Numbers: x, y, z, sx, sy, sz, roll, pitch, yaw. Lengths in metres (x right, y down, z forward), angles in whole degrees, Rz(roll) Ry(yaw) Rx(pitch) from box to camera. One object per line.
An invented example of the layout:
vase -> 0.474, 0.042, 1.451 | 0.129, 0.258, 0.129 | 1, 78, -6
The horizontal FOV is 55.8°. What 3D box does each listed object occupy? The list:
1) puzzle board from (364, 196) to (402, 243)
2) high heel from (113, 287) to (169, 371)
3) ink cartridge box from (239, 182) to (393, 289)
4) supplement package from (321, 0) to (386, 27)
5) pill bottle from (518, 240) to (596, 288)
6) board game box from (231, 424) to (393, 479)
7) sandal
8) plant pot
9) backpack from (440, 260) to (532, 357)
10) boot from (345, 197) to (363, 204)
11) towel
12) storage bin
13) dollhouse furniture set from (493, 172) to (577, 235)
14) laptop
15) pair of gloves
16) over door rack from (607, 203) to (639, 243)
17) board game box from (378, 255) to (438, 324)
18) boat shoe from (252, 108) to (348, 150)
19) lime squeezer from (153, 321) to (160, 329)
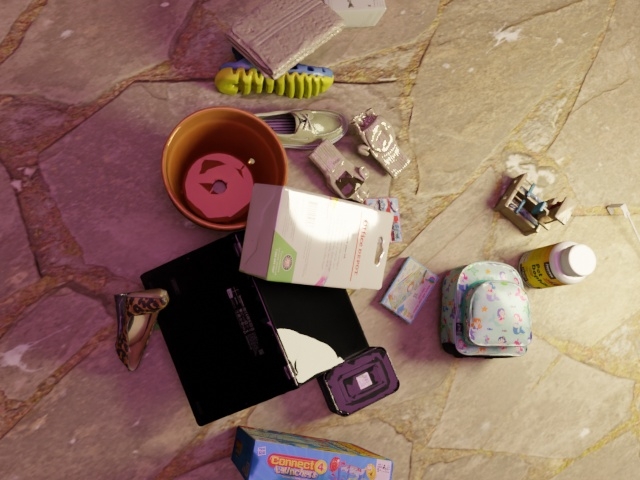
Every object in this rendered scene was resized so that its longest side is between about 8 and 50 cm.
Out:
puzzle board -> 0.175, -0.056, 1.660 | 0.096, 0.011, 0.128 | -3, 81, -15
high heel -> -0.390, 0.205, 1.351 | 0.093, 0.261, 0.187 | -6, 87, -38
ink cartridge box -> 0.000, 0.000, 1.412 | 0.353, 0.119, 0.207 | 10, 90, -40
supplement package -> 0.077, -0.666, 1.690 | 0.179, 0.105, 0.105 | -10, 85, -15
pill bottle -> 0.647, 0.067, 1.652 | 0.117, 0.215, 0.118 | 2, 80, -13
board game box -> -0.031, 0.497, 1.361 | 0.301, 0.308, 0.086 | 13, 76, -12
sandal -> -0.118, -0.459, 1.601 | 0.317, 0.126, 0.138 | 3, 76, -15
plant pot -> -0.239, -0.154, 1.473 | 0.290, 0.203, 0.291 | 2, 81, -14
backpack -> 0.438, 0.180, 1.603 | 0.224, 0.191, 0.254 | 5, 75, -12
boot -> 0.092, -0.006, 1.603 | 0.082, 0.106, 0.220 | -3, 112, -10
towel -> -0.089, -0.543, 1.559 | 0.282, 0.049, 0.187 | -41, 79, -21
storage bin -> 0.094, 0.354, 1.533 | 0.180, 0.084, 0.122 | -22, 86, -16
dollhouse furniture set -> 0.609, -0.114, 1.689 | 0.129, 0.183, 0.129 | 38, 74, -5
laptop -> -0.150, 0.178, 1.478 | 0.407, 0.236, 0.382 | -24, 85, 10
pair of gloves -> 0.112, -0.221, 1.627 | 0.240, 0.042, 0.204 | -37, 107, -8
over door rack -> 1.060, -0.038, 1.831 | 0.239, 0.108, 0.324 | -34, 90, -18
board game box -> 0.239, 0.135, 1.636 | 0.103, 0.026, 0.154 | 36, 74, -6
boat shoe -> -0.064, -0.295, 1.597 | 0.302, 0.094, 0.109 | -10, 83, -16
lime squeezer -> -0.241, 0.209, 1.488 | 0.310, 0.059, 0.110 | 18, 76, -11
